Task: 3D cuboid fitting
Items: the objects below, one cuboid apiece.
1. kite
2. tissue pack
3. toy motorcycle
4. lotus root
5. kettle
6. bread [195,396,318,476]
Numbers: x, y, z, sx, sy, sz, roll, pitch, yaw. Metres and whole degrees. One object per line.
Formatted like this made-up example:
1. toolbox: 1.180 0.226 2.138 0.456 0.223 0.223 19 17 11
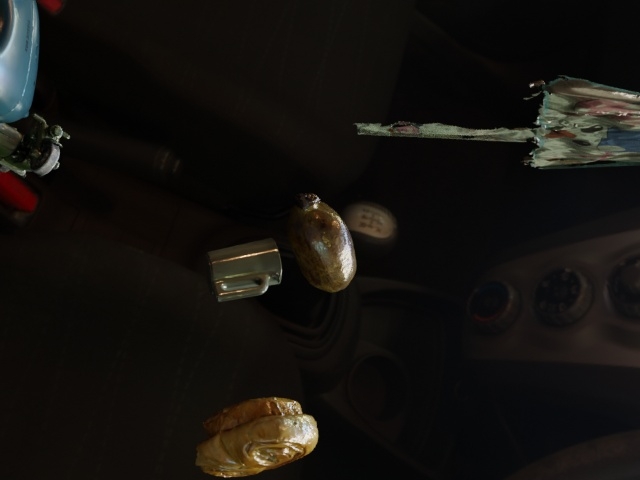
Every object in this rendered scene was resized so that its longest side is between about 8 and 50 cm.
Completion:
1. kite: 0.202 -0.078 0.490 0.406 0.368 0.014 2 94 -74
2. tissue pack: -0.613 -0.349 1.182 0.198 0.206 0.288 -4 73 0
3. toy motorcycle: -0.687 -0.227 1.429 0.205 0.275 0.127 39 64 -48
4. lotus root: 0.000 0.000 1.422 0.128 0.145 0.260 -37 129 -19
5. kettle: -0.159 0.066 1.364 0.148 0.098 0.127 -11 72 -18
6. bread: -0.122 0.389 1.301 0.198 0.236 0.120 24 45 -49
